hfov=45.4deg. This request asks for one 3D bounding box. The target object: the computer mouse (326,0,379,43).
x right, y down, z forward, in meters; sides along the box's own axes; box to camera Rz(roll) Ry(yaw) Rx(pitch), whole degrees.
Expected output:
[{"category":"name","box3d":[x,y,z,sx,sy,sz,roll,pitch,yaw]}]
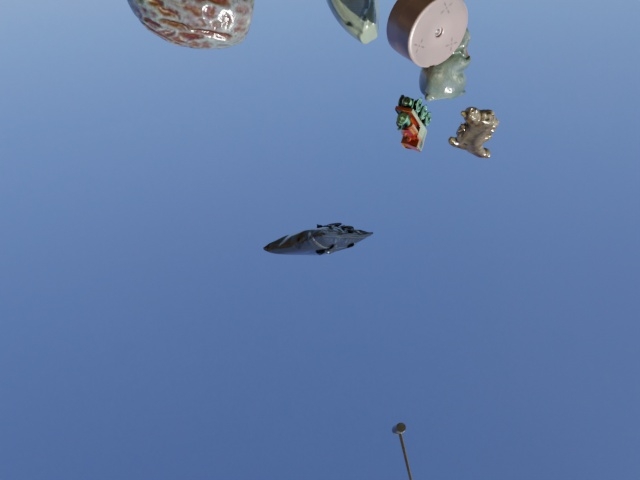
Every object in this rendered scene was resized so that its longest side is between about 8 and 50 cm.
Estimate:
[{"category":"computer mouse","box3d":[0.069,-0.710,1.920,0.145,0.429,0.228,0,-160,11]}]

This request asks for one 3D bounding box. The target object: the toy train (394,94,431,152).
[{"category":"toy train","box3d":[0.254,-0.330,2.135,0.074,0.118,0.176,15,172,24]}]

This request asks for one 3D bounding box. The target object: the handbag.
[{"category":"handbag","box3d":[0.000,0.000,2.131,0.211,0.088,0.254,-13,173,37]}]

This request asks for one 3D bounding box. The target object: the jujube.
[{"category":"jujube","box3d":[-0.316,-0.595,1.844,0.308,0.215,0.246,7,-124,-17]}]

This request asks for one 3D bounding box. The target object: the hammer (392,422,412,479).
[{"category":"hammer","box3d":[0.159,0.399,1.438,0.019,0.035,0.110,-10,-108,-14]}]

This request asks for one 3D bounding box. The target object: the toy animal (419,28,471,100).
[{"category":"toy animal","box3d":[0.286,-0.431,1.732,0.108,0.236,0.138,25,-137,30]}]

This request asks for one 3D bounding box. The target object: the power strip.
[{"category":"power strip","box3d":[0.207,-0.421,1.486,0.154,0.154,0.078,-20,-134,-27]}]

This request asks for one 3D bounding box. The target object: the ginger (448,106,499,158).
[{"category":"ginger","box3d":[0.538,-0.384,2.693,0.166,0.333,0.080,2,-109,4]}]
